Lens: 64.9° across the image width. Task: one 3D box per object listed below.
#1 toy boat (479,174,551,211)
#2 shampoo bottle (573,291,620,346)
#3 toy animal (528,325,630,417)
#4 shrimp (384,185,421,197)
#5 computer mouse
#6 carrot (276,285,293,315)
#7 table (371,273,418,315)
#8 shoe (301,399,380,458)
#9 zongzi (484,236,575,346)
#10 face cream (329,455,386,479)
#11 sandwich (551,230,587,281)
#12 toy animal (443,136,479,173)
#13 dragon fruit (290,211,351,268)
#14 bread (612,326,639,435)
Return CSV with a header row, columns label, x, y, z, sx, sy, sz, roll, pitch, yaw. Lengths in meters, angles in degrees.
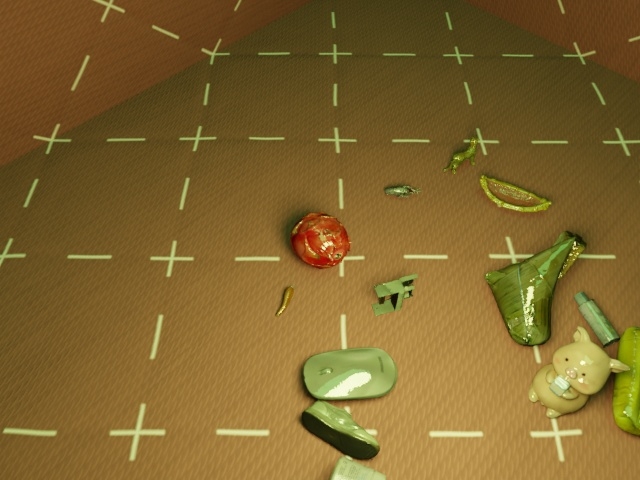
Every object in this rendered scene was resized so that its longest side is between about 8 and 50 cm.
label,x,y,z,sx,sy,sz,roll,pitch,yaw
toy boat,0.853,-0.197,2.238,0.318,0.099,0.140,25,62,13
shampoo bottle,1.042,0.293,1.909,0.072,0.072,0.213,-15,56,-10
toy animal,0.845,0.452,1.698,0.213,0.256,0.195,-22,56,-28
shrimp,0.373,-0.221,2.275,0.165,0.065,0.056,5,87,-2
computer mouse,0.106,0.458,1.753,0.331,0.094,0.197,-4,43,-11
carrot,-0.136,0.236,1.965,0.035,0.035,0.142,17,61,11
table,0.288,0.208,1.916,0.176,0.146,0.062,-14,55,-9
shoe,0.074,0.616,1.659,0.275,0.103,0.098,28,40,17
zongzi,0.820,0.192,1.831,0.160,0.361,0.322,18,47,-44
face cream,0.098,0.760,1.507,0.153,0.177,0.177,20,57,15
sandwich,0.942,0.098,2.018,0.100,0.288,0.254,37,18,15
toy animal,0.659,-0.393,2.348,0.182,0.136,0.073,-27,59,-17
dragon fruit,-0.002,-0.003,2.021,0.241,0.241,0.252,-39,78,-24
bread,1.093,0.485,1.744,0.166,0.112,0.383,31,61,-11
